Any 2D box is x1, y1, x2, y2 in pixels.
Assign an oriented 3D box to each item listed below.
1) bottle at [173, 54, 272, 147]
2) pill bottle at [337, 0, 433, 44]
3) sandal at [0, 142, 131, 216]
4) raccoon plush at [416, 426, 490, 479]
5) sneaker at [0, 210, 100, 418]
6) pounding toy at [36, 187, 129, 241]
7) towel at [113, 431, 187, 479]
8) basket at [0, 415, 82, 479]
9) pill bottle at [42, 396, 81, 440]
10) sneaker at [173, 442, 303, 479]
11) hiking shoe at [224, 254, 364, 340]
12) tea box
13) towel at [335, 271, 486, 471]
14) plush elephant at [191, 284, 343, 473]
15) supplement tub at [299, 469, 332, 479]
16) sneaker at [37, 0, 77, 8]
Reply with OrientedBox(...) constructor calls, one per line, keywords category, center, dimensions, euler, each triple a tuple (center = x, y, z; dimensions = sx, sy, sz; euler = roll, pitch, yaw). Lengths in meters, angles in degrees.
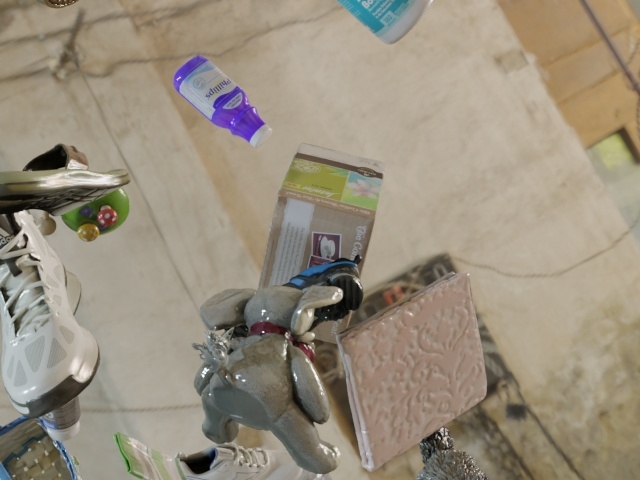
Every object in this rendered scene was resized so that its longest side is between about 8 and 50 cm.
OrientedBox(category="bottle", center=(-0.250, -0.355, 2.253), dimensions=(0.118, 0.283, 0.092), euler=(-44, -8, -25))
OrientedBox(category="pill bottle", center=(0.084, -0.516, 1.684), dimensions=(0.146, 0.264, 0.146), euler=(-47, 16, 18))
OrientedBox(category="sandal", center=(-0.355, -0.090, 1.167), dimensions=(0.120, 0.086, 0.303), euler=(-22, -4, 15))
OrientedBox(category="raccoon plush", center=(0.315, 0.587, 2.135), dimensions=(0.216, 0.446, 0.299), euler=(-34, -18, -14))
OrientedBox(category="sneaker", center=(-0.514, 0.091, 1.452), dimensions=(0.169, 0.257, 0.447), euler=(-29, 32, -5))
OrientedBox(category="pounding toy", center=(-0.609, -0.061, 2.250), dimensions=(0.237, 0.110, 0.183), euler=(2, -51, -23))
OrientedBox(category="towel", center=(-0.295, 0.401, 1.545), dimensions=(0.023, 0.152, 0.113), euler=(-49, 38, 1))
OrientedBox(category="basket", center=(-0.655, 0.500, 1.899), dimensions=(0.201, 0.254, 0.289), euler=(-38, -17, -4))
OrientedBox(category="pill bottle", center=(-0.535, 0.342, 1.779), dimensions=(0.078, 0.078, 0.137), euler=(-25, -46, -34))
OrientedBox(category="sneaker", center=(-0.174, 0.480, 1.803), dimensions=(0.297, 0.111, 0.129), euler=(-7, -53, -19))
OrientedBox(category="hiking shoe", center=(-0.048, 0.131, 1.743), dimensions=(0.304, 0.113, 0.132), euler=(-21, 23, 14))
OrientedBox(category="tea box", center=(0.000, 0.000, 1.974), dimensions=(0.323, 0.220, 0.329), euler=(-75, -1, -63))
OrientedBox(category="towel", center=(0.191, 0.259, 1.745), dimensions=(0.332, 0.316, 0.053), euler=(-25, 25, -28))
OrientedBox(category="plush elephant", center=(-0.084, 0.196, 1.507), dimensions=(0.272, 0.330, 0.255), euler=(6, 44, 30))
OrientedBox(category="supplement tub", center=(-0.025, 0.669, 1.986), dimensions=(0.207, 0.338, 0.207), euler=(-25, 16, 8))
OrientedBox(category="sneaker", center=(-0.354, -0.378, 1.185), dimensions=(0.192, 0.086, 0.064), euler=(-58, -14, -47))
